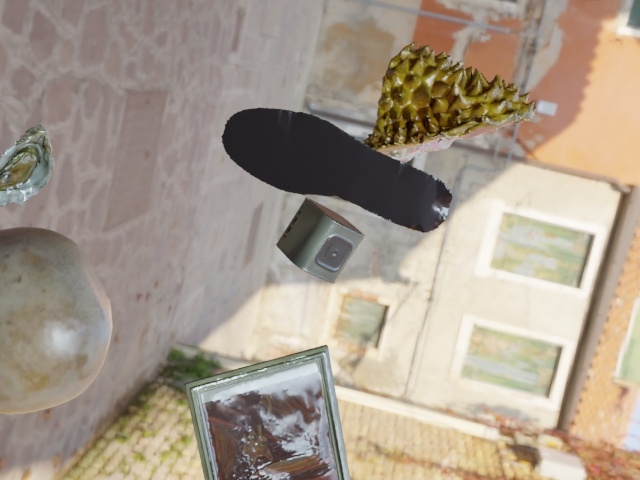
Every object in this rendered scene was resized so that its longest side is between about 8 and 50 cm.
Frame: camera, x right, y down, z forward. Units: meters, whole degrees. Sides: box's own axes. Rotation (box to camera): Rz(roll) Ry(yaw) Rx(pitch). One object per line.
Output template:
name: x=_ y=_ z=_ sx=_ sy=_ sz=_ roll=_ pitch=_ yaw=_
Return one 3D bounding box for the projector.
projector: x=0.000 y=0.000 z=1.209 sx=0.082 sy=0.083 sz=0.083 roll=-57 pitch=-141 yaw=9

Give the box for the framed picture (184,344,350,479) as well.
framed picture: x=-0.066 y=0.303 z=1.251 sx=0.016 sy=0.217 sz=0.273 roll=-150 pitch=-132 yaw=-69

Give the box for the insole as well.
insole: x=0.014 y=-0.055 z=0.674 sx=0.004 sy=0.189 sz=0.064 roll=-95 pitch=-153 yaw=-75

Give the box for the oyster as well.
oyster: x=-0.356 y=-0.082 z=0.995 sx=0.100 sy=0.037 sz=0.098 roll=-26 pitch=153 yaw=-23

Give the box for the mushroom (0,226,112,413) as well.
mushroom: x=-0.465 y=0.126 z=1.397 sx=0.290 sy=0.298 sz=0.297 roll=23 pitch=80 yaw=-80

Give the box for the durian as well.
durian: x=0.213 y=-0.192 z=1.283 sx=0.305 sy=0.196 sz=0.185 roll=-5 pitch=103 yaw=-54
